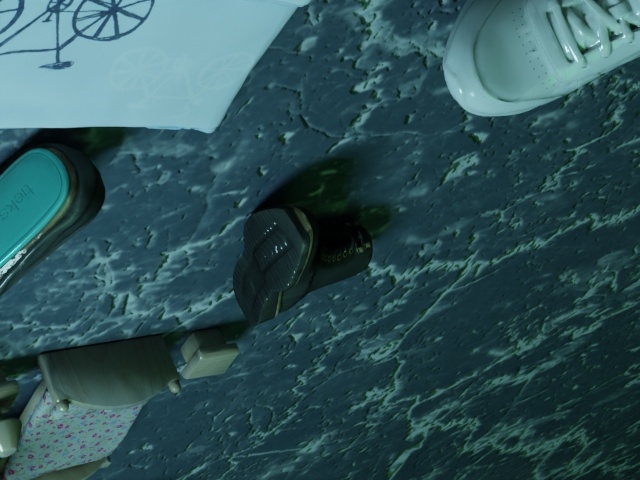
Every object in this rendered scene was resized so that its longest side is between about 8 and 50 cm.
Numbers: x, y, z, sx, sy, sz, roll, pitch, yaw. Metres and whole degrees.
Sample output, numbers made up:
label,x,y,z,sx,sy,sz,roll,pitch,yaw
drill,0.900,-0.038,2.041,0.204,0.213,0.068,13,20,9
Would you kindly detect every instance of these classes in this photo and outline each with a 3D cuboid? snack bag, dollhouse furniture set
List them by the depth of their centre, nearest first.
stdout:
label,x,y,z,sx,sy,sz,roll,pitch,yaw
snack bag,-0.128,-0.176,1.270,0.323,0.037,0.342,-4,147,-40
dollhouse furniture set,-0.264,0.259,1.799,0.355,0.174,0.303,-8,149,-35

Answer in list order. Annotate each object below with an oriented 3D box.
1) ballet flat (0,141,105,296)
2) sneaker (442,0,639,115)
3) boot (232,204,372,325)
label,x,y,z,sx,sy,sz,roll,pitch,yaw
ballet flat,-0.278,0.027,1.447,0.280,0.095,0.096,-34,166,14
sneaker,0.234,-0.198,1.451,0.305,0.114,0.152,-29,-174,-14
boot,0.000,0.000,1.701,0.137,0.077,0.198,-22,168,-22
